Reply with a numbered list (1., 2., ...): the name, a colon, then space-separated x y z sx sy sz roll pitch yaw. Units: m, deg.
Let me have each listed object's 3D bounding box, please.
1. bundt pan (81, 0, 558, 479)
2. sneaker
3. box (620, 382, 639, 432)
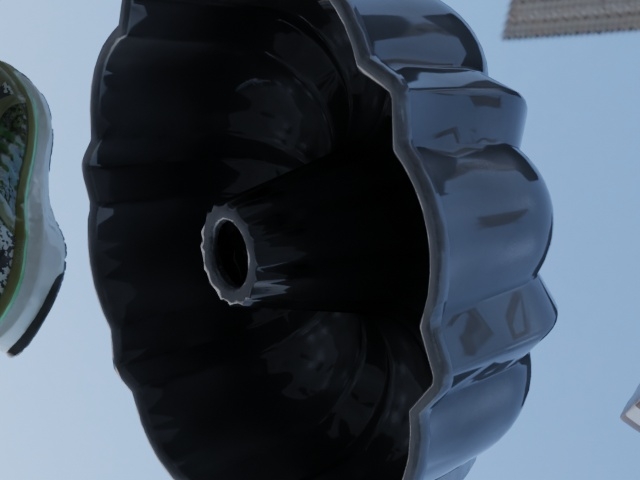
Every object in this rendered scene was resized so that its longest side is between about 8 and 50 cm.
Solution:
1. bundt pan: 0.000 0.000 0.700 0.331 0.124 0.331 16 -69 51
2. sneaker: -0.391 -0.074 1.384 0.158 0.182 0.410 -43 -134 24
3. box: 0.402 0.102 1.128 0.168 0.167 0.203 35 -122 9
